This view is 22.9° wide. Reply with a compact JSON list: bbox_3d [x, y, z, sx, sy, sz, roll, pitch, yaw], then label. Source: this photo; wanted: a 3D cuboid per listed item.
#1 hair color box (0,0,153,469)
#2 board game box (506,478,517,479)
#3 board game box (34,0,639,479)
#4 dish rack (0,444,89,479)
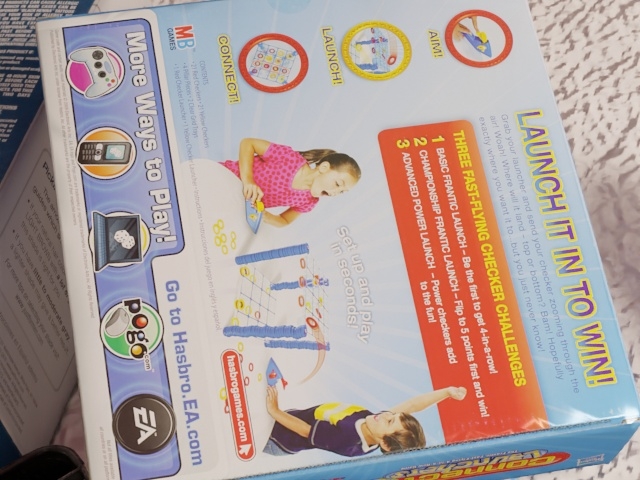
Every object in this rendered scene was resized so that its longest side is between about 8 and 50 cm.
[{"bbox_3d":[-0.206,-0.032,1.082,0.105,0.174,0.347,3,49,19],"label":"hair color box"},{"bbox_3d":[0.039,0.113,0.979,0.211,0.039,0.160,-32,49,-17],"label":"board game box"},{"bbox_3d":[0.000,0.000,0.932,0.301,0.086,0.308,-7,65,-7],"label":"board game box"},{"bbox_3d":[-0.170,0.250,0.864,0.208,0.074,0.271,-31,38,-15],"label":"dish rack"}]
